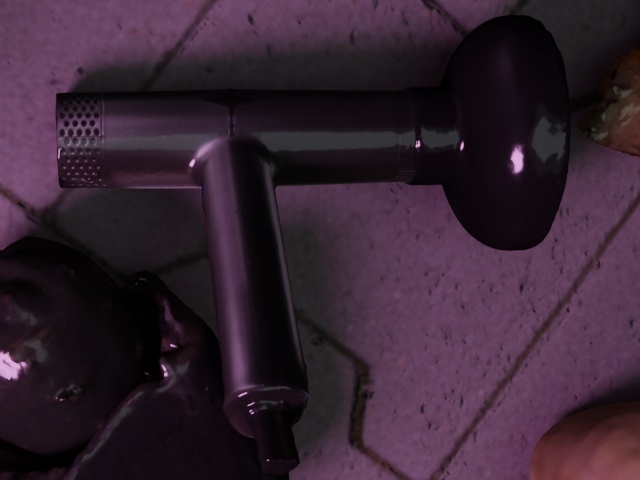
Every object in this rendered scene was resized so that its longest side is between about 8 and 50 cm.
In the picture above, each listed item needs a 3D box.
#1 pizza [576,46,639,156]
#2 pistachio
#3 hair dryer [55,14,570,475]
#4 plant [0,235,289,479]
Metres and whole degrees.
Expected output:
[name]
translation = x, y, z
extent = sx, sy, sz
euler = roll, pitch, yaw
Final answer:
[pizza]
translation = 0.284, -0.128, 0.889
extent = 0.226, 0.069, 0.147
euler = -44, 134, -3
[pistachio]
translation = 0.270, 0.191, 0.916
extent = 0.229, 0.157, 0.157
euler = -9, 104, -24
[hair dryer]
translation = 0.013, 0.008, 0.731
extent = 0.320, 0.156, 0.284
euler = -10, 65, -15
[plant]
translation = -0.129, 0.109, 0.745
extent = 0.164, 0.142, 0.256
euler = -47, 116, -4
